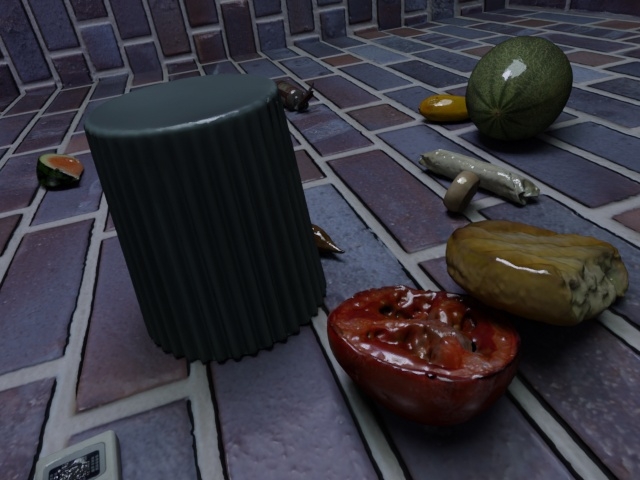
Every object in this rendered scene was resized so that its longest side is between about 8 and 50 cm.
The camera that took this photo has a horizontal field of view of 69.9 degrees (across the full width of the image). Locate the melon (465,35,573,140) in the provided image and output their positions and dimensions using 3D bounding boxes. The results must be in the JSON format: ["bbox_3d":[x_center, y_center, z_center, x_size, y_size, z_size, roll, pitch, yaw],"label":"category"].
[{"bbox_3d":[0.480,-0.368,1.123,0.238,0.237,0.302,14,40,30],"label":"melon"}]

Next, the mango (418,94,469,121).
[{"bbox_3d":[0.376,-0.380,1.317,0.190,0.075,0.098,2,39,3],"label":"mango"}]

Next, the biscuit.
[{"bbox_3d":[0.286,0.038,0.627,0.274,0.091,0.213,-8,21,-37],"label":"biscuit"}]

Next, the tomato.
[{"bbox_3d":[0.125,0.137,0.544,0.228,0.101,0.228,-1,19,0],"label":"tomato"}]

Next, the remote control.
[{"bbox_3d":[-0.240,0.282,0.454,0.088,0.029,0.190,-19,34,-16],"label":"remote control"}]

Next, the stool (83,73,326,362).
[{"bbox_3d":[-0.154,-0.046,0.668,0.297,0.330,0.297,-5,32,3],"label":"stool"}]

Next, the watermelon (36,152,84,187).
[{"bbox_3d":[-0.734,-0.200,1.292,0.119,0.063,0.245,-4,22,-29],"label":"watermelon"}]

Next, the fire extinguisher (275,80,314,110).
[{"bbox_3d":[-0.095,-0.514,1.591,0.075,0.106,0.252,0,27,-26],"label":"fire extinguisher"}]

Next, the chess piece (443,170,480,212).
[{"bbox_3d":[0.272,-0.093,0.881,0.038,0.083,0.084,36,50,25],"label":"chess piece"}]

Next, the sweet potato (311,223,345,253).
[{"bbox_3d":[0.000,0.000,0.827,0.117,0.049,0.049,27,46,36],"label":"sweet potato"}]

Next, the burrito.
[{"bbox_3d":[0.328,-0.144,0.970,0.082,0.059,0.275,-11,30,-33],"label":"burrito"}]
